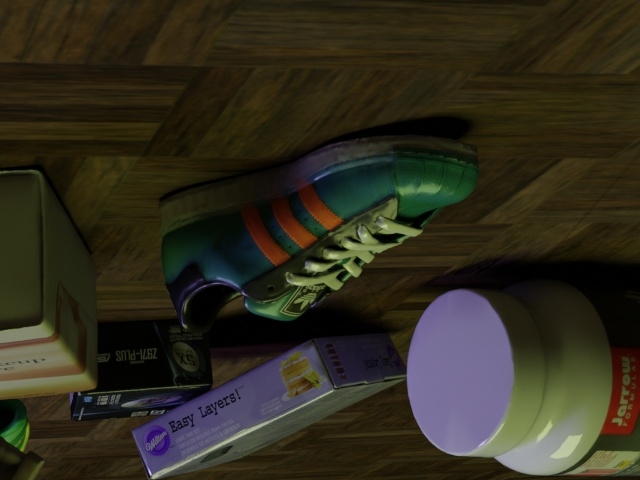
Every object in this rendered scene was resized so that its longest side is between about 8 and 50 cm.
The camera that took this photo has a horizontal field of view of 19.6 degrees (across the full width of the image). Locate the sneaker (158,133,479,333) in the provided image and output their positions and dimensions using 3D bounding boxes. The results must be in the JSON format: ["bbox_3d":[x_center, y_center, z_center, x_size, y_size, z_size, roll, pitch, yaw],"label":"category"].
[{"bbox_3d":[0.000,0.000,1.481,0.302,0.121,0.108,-16,163,35],"label":"sneaker"}]

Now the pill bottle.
[{"bbox_3d":[0.284,0.148,1.984,0.363,0.210,0.210,5,163,-37],"label":"pill bottle"}]

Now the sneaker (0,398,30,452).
[{"bbox_3d":[-0.489,0.208,2.210,0.295,0.109,0.123,4,140,-25],"label":"sneaker"}]

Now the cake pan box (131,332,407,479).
[{"bbox_3d":[-0.050,0.184,2.099,0.245,0.070,0.267,-26,170,20],"label":"cake pan box"}]

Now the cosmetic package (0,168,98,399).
[{"bbox_3d":[-0.278,0.046,1.546,0.153,0.129,0.296,-4,165,1],"label":"cosmetic package"}]

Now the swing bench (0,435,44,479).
[{"bbox_3d":[-0.436,0.195,1.768,0.253,0.165,0.255,31,171,14],"label":"swing bench"}]

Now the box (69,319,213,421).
[{"bbox_3d":[-0.205,0.147,2.070,0.147,0.078,0.180,-3,166,-12],"label":"box"}]
